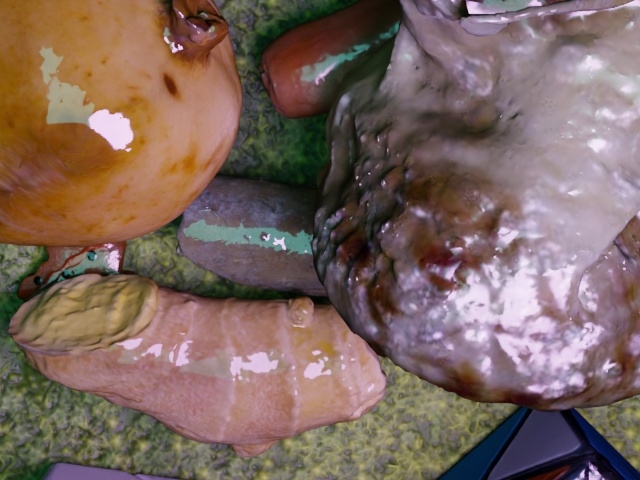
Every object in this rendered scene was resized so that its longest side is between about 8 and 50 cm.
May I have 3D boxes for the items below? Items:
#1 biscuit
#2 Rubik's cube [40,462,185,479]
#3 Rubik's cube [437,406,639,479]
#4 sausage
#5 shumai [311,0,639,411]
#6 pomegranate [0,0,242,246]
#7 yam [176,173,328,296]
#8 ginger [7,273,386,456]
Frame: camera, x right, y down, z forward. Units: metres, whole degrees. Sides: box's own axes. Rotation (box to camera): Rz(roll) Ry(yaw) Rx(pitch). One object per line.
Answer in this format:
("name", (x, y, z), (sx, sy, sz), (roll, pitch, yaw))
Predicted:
("biscuit", (-0.224, 0.055, 1.283), (0.119, 0.019, 0.130), (-31, 97, 4))
("Rubik's cube", (-0.136, 0.407, 1.178), (0.318, 0.322, 0.316), (9, 99, -2))
("Rubik's cube", (0.218, 0.318, 1.202), (0.250, 0.246, 0.248), (-42, 95, 5))
("sausage", (0.136, -0.232, 1.211), (0.419, 0.094, 0.094), (-29, 124, 3))
("shumai", (0.188, -0.102, 1.044), (0.395, 0.395, 0.348), (15, 121, -2))
("pomegranate", (-0.219, -0.131, 1.141), (0.307, 0.307, 0.307), (0, 97, 0))
("yam", (0.000, 0.000, 1.234), (0.259, 0.106, 0.106), (7, 97, 2))
("ginger", (-0.114, 0.110, 1.233), (0.354, 0.126, 0.190), (15, 125, -7))
